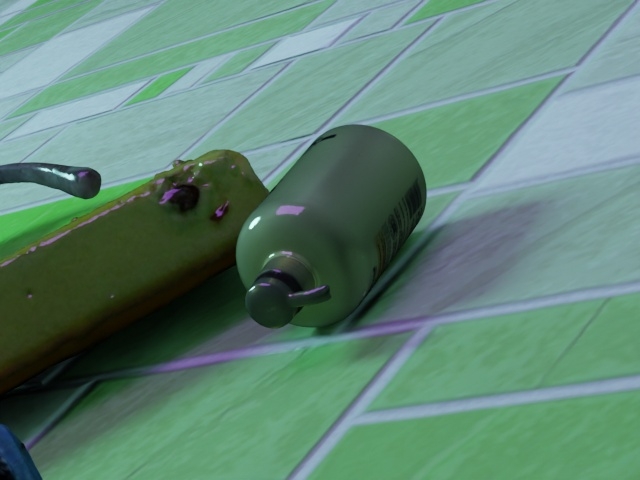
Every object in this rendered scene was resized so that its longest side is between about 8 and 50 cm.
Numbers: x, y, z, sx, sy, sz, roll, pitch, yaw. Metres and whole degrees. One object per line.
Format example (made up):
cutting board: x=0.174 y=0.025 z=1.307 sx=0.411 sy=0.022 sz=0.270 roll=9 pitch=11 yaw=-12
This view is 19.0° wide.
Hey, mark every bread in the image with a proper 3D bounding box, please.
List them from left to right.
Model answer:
bread: x=-0.194 y=0.053 z=1.157 sx=0.361 sy=0.077 sz=0.138 roll=-30 pitch=3 yaw=-12

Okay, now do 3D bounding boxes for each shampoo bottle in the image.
shampoo bottle: x=0.000 y=0.000 z=1.068 sx=0.079 sy=0.079 sz=0.162 roll=-15 pitch=20 yaw=31

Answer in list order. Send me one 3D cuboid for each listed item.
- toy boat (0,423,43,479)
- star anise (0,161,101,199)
toy boat: x=-0.231 y=0.157 z=0.908 sx=0.223 sy=0.100 sz=0.097 roll=-24 pitch=3 yaw=11
star anise: x=-0.380 y=0.034 z=1.467 sx=0.359 sy=0.139 sz=0.316 roll=1 pitch=35 yaw=25
